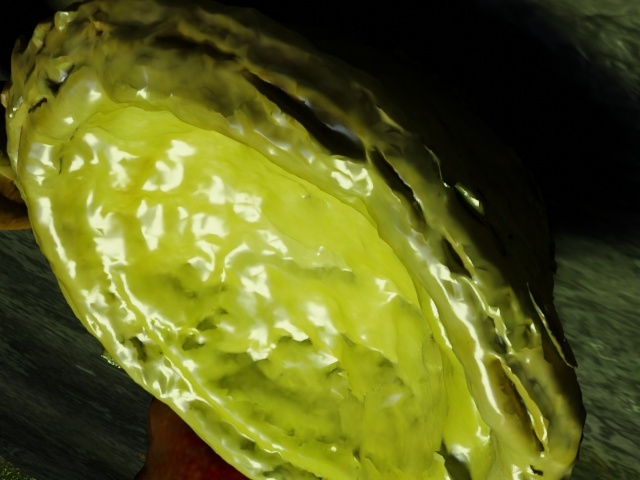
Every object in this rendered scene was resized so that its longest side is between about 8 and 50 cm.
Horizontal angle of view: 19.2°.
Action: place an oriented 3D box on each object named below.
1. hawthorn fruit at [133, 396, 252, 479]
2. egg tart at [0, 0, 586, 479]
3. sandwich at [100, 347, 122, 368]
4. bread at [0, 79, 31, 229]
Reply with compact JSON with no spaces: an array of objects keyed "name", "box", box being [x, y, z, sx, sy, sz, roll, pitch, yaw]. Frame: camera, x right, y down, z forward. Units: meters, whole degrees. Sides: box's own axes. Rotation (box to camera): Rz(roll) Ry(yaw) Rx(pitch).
[{"name":"hawthorn fruit","box":[-0.021,0.183,1.492,0.248,0.208,0.208,-3,152,17]},{"name":"egg tart","box":[0.000,0.000,0.937,0.345,0.132,0.345,29,149,20]},{"name":"sandwich","box":[-0.158,0.078,1.651,0.031,0.083,0.044,36,119,-4]},{"name":"bread","box":[-0.219,-0.058,1.122,0.139,0.077,0.271,19,-173,22]}]
